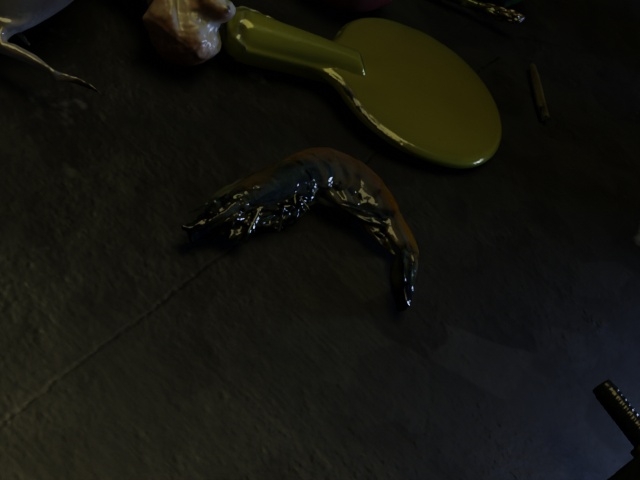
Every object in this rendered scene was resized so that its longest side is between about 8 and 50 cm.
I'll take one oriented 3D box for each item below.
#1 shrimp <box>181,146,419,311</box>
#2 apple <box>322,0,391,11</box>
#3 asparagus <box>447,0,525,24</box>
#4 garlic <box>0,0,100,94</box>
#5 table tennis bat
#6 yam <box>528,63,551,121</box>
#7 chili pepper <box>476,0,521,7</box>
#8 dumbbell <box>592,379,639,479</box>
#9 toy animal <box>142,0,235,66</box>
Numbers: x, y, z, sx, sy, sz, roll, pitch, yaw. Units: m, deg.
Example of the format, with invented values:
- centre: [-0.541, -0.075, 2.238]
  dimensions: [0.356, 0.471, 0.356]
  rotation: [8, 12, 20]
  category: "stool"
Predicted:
- centre: [0.000, 0.000, 1.163]
  dimensions: [0.262, 0.051, 0.198]
  rotation: [-21, 65, -46]
  category: "shrimp"
- centre: [0.042, -0.353, 1.469]
  dimensions: [0.153, 0.120, 0.153]
  rotation: [18, 44, -18]
  category: "apple"
- centre: [0.154, -0.330, 1.583]
  dimensions: [0.249, 0.024, 0.025]
  rotation: [19, 20, -11]
  category: "asparagus"
- centre: [-0.295, -0.334, 1.209]
  dimensions: [0.246, 0.231, 0.339]
  rotation: [22, 80, -23]
  category: "garlic"
- centre: [0.055, -0.186, 1.377]
  dimensions: [0.369, 0.054, 0.224]
  rotation: [14, 46, -27]
  category: "table tennis bat"
- centre: [0.279, -0.190, 1.546]
  dimensions: [0.014, 0.014, 0.107]
  rotation: [15, 45, -20]
  category: "yam"
- centre: [0.212, -0.430, 1.667]
  dimensions: [0.148, 0.116, 0.264]
  rotation: [-37, 80, -8]
  category: "chili pepper"
- centre: [0.349, 0.258, 1.068]
  dimensions: [0.143, 0.143, 0.325]
  rotation: [-15, 60, -41]
  category: "dumbbell"
- centre: [-0.189, -0.259, 1.277]
  dimensions: [0.184, 0.104, 0.185]
  rotation: [-12, 73, -6]
  category: "toy animal"
